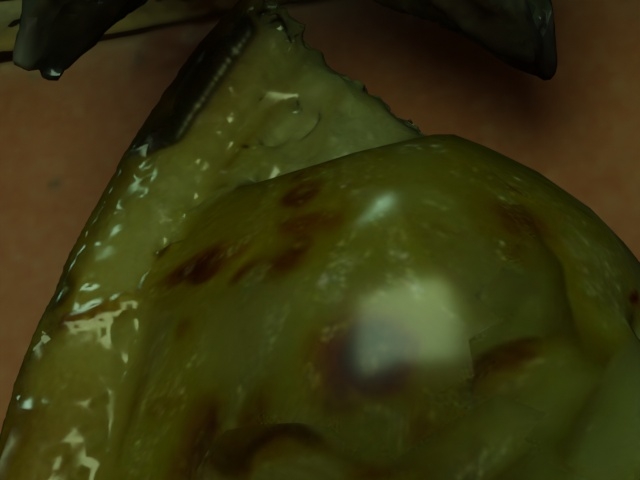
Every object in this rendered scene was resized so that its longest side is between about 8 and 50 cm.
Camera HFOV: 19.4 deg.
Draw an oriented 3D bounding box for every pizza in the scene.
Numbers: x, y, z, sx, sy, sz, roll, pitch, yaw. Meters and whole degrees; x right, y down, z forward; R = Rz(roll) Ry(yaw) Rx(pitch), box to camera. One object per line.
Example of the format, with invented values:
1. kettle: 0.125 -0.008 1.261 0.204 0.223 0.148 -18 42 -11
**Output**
1. pizza: 0.007 0.005 0.512 0.188 0.080 0.204 -1 58 13

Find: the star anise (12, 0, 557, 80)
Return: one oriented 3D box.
1. star anise: -0.020 -0.183 0.574 0.332 0.117 0.331 10 56 -15
